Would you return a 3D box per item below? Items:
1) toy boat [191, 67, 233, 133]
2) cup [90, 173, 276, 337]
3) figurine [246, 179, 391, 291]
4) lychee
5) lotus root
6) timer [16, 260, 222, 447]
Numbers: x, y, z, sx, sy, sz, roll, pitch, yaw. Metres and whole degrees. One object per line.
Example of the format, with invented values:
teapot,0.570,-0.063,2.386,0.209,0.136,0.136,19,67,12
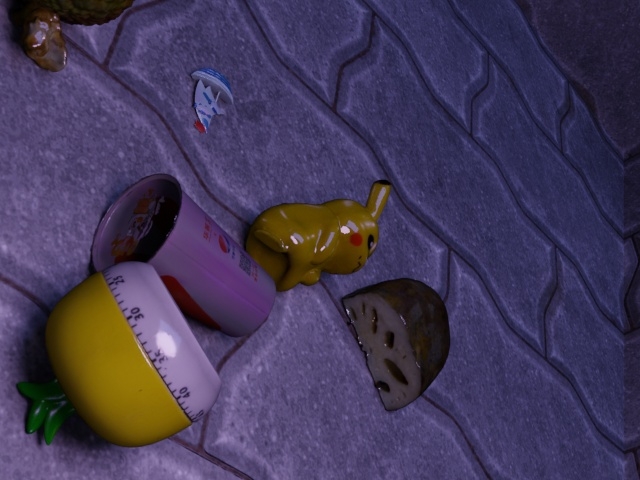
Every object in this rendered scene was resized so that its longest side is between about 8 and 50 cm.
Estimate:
toy boat,-0.234,-0.289,1.838,0.105,0.034,0.149,54,49,-21
cup,-0.215,0.045,1.536,0.288,0.203,0.203,40,42,-41
figurine,-0.006,0.001,1.810,0.327,0.218,0.169,-7,54,-34
lychee,-0.413,-0.469,1.494,0.270,0.320,0.270,50,-4,4
lotus root,0.208,0.203,2.017,0.260,0.149,0.267,-20,90,-55
timer,-0.306,0.187,1.302,0.285,0.285,0.285,30,48,-40
